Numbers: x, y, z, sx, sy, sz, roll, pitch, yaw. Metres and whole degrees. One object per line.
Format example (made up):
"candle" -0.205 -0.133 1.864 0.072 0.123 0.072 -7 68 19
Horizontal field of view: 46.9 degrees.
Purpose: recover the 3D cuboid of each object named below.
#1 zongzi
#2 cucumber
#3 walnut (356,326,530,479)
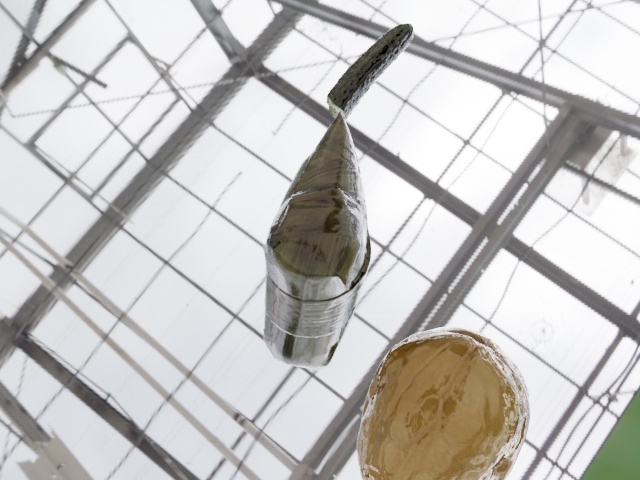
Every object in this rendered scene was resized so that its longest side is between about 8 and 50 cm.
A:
"zongzi" 0.000 0.000 1.056 0.138 0.286 0.300 9 -129 0
"cucumber" 0.085 -0.288 1.227 0.214 0.052 0.058 -51 -145 -16
"walnut" 0.137 0.208 0.836 0.193 0.193 0.225 29 -82 32
